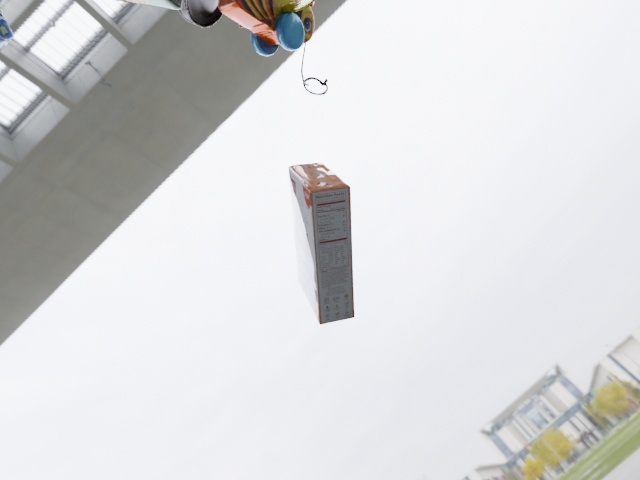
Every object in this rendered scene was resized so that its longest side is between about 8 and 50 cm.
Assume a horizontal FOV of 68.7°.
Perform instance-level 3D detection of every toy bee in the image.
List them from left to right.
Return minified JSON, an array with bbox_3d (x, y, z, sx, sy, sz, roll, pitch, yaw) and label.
[{"bbox_3d":[-0.082,-0.462,0.983,0.298,0.195,0.162,44,-121,-69],"label":"toy bee"}]

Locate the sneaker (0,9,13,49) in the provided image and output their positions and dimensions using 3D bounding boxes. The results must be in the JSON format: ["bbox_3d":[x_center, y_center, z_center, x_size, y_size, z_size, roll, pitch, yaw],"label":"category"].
[{"bbox_3d":[-0.560,-0.347,0.779,0.081,0.211,0.080,-27,-48,-21],"label":"sneaker"}]

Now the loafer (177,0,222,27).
[{"bbox_3d":[-0.253,-0.579,1.008,0.134,0.130,0.366,-43,-4,-14],"label":"loafer"}]

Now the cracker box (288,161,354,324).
[{"bbox_3d":[0.000,0.000,0.789,0.067,0.156,0.232,-9,-66,-13],"label":"cracker box"}]

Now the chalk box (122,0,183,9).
[{"bbox_3d":[-0.248,-0.353,0.397,0.289,0.179,0.180,-17,-60,-79],"label":"chalk box"}]
